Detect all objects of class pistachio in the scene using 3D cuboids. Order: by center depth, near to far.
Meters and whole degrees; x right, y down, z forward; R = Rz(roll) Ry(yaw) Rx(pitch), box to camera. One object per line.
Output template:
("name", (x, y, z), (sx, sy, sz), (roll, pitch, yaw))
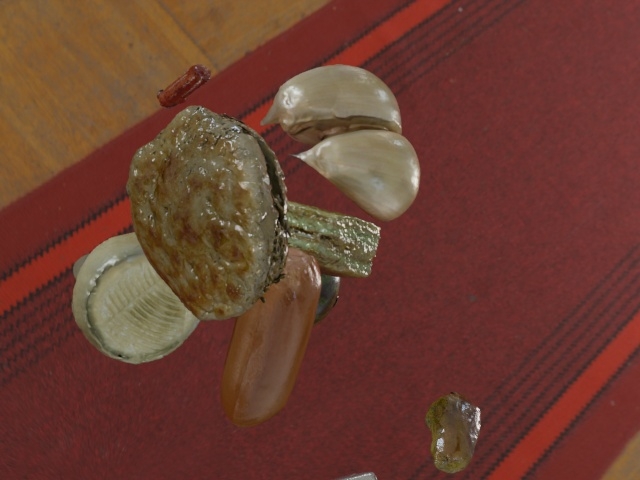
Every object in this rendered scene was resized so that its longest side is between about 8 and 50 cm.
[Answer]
("pistachio", (0.211, 0.292, 1.281), (0.090, 0.049, 0.173), (20, 32, 9))

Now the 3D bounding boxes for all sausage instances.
("sausage", (-0.066, 0.129, 1.054), (0.105, 0.274, 0.105), (12, 31, -7))

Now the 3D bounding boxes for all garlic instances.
("garlic", (0.060, -0.184, 1.538), (0.250, 0.313, 0.286), (-2, 70, 27))

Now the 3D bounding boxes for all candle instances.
("candle", (-0.303, -0.339, 1.787), (0.051, 0.329, 0.048), (13, 84, -24))

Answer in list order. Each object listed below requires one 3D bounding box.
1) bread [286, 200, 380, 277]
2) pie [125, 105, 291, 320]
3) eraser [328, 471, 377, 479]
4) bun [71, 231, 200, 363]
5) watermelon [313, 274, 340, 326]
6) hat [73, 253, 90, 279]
("bread", (0.000, 0.000, 1.329), (0.138, 0.196, 0.102), (8, 83, 28))
("pie", (-0.101, -0.025, 0.724), (0.163, 0.079, 0.193), (-4, 92, 25))
("eraser", (-0.020, 0.593, 1.798), (0.352, 0.061, 0.089), (-21, 79, 19))
("bun", (-0.362, 0.104, 1.565), (0.259, 0.152, 0.259), (-11, 114, -26))
("watermelon", (-0.070, 0.096, 2.056), (0.269, 0.269, 0.268), (5, 71, -14))
("hat", (-0.474, 0.055, 1.825), (0.166, 0.144, 0.173), (9, 40, -40))
